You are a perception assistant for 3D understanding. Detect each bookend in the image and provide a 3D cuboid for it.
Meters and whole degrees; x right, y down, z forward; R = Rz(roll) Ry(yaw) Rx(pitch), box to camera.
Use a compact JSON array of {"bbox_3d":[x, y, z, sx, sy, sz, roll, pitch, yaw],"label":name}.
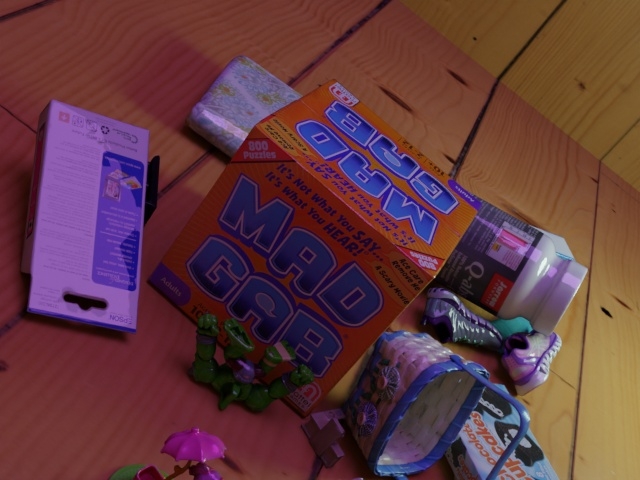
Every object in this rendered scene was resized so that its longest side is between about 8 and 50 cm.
[{"bbox_3d":[-0.368,-0.110,1.701,0.156,0.072,0.157,25,32,-23],"label":"bookend"}]

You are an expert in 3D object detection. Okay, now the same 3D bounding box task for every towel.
[{"bbox_3d":[-0.112,-0.251,2.169,0.320,0.090,0.374,32,30,-7],"label":"towel"}]

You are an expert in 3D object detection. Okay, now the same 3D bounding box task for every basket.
[{"bbox_3d":[0.181,0.303,1.583,0.289,0.255,0.201,37,20,35],"label":"basket"}]

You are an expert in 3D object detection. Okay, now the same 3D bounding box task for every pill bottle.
[{"bbox_3d":[0.378,0.044,2.111,0.363,0.210,0.210,30,28,13],"label":"pill bottle"}]

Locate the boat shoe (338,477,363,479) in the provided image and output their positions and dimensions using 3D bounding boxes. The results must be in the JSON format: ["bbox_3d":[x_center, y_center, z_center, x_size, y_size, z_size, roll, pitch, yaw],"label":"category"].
[{"bbox_3d":[-0.009,0.381,1.399,0.285,0.104,0.089,6,46,-43],"label":"boat shoe"}]

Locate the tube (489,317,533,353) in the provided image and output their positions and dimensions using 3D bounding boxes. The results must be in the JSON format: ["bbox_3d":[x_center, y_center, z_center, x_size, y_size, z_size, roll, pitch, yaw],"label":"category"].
[{"bbox_3d":[0.435,0.198,2.202,0.080,0.052,0.207,46,35,22],"label":"tube"}]

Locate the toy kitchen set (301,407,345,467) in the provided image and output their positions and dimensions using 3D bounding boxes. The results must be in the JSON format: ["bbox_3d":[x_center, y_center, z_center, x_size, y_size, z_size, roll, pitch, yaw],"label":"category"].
[{"bbox_3d":[0.030,0.310,1.574,0.075,0.068,0.083,-1,49,-49],"label":"toy kitchen set"}]

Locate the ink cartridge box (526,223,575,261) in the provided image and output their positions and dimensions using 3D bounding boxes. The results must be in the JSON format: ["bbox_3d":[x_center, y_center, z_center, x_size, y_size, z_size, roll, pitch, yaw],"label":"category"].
[{"bbox_3d":[0.478,0.063,2.284,0.139,0.191,0.082,17,38,-33],"label":"ink cartridge box"}]

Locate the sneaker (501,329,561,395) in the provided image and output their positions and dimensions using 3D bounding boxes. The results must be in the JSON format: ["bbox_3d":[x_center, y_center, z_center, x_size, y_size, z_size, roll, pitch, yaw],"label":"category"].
[{"bbox_3d":[0.449,0.235,2.104,0.104,0.095,0.236,48,30,-1],"label":"sneaker"}]

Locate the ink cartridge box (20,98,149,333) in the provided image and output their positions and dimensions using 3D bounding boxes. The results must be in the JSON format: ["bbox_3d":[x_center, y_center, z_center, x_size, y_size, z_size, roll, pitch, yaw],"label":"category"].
[{"bbox_3d":[-0.369,-0.034,1.533,0.175,0.069,0.371,16,57,-32],"label":"ink cartridge box"}]

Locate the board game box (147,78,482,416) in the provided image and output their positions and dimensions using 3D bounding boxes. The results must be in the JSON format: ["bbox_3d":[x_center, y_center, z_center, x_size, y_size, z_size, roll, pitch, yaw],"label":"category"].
[{"bbox_3d":[0.000,0.000,1.672,0.356,0.356,0.356,41,30,3],"label":"board game box"}]

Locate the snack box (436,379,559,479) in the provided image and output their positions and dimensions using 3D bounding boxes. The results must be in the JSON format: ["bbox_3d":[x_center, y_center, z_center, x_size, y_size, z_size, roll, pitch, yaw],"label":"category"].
[{"bbox_3d":[0.313,0.384,1.734,0.187,0.060,0.322,11,34,-29],"label":"snack box"}]

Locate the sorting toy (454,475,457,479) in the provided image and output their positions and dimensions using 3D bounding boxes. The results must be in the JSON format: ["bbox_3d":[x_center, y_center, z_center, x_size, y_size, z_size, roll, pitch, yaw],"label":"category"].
[{"bbox_3d":[0.348,0.447,1.771,0.208,0.038,0.193,42,30,4],"label":"sorting toy"}]

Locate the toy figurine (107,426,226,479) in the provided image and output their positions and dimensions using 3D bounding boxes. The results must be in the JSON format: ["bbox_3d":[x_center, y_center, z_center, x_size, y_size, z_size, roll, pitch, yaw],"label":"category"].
[{"bbox_3d":[-0.173,0.319,1.246,0.173,0.159,0.130,49,31,15],"label":"toy figurine"}]

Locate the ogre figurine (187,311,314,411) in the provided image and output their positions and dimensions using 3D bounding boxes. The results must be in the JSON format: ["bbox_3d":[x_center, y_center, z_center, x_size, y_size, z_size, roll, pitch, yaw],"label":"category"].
[{"bbox_3d":[-0.123,0.198,1.509,0.197,0.118,0.097,21,30,-32],"label":"ogre figurine"}]

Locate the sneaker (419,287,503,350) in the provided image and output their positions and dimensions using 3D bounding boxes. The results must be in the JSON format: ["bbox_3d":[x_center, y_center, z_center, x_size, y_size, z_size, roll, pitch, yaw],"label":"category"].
[{"bbox_3d":[0.291,0.194,2.046,0.223,0.083,0.098,37,65,-25],"label":"sneaker"}]
